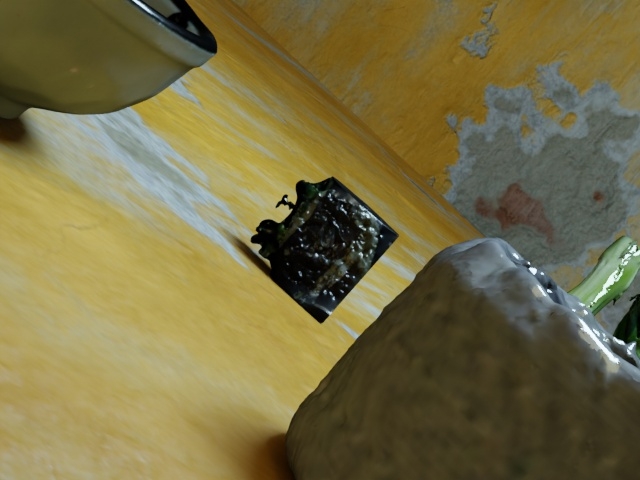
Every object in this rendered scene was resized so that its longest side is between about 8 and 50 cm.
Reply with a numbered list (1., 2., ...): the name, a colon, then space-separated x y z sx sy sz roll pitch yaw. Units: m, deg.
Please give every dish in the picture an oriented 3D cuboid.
1. dish: -0.200 -0.162 1.019 0.303 0.120 0.303 41 7 -6

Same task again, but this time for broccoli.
1. broccoli: 0.264 0.078 1.782 0.118 0.204 0.122 37 -14 29

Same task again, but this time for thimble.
1. thimble: 0.110 0.114 0.864 0.217 0.157 0.245 47 8 32

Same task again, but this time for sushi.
1. sushi: 0.000 0.000 1.271 0.084 0.083 0.056 43 8 -1

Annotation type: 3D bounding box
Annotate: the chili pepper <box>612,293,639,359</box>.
1. chili pepper: 0.368 0.154 1.774 0.167 0.213 0.385 14 -13 12
